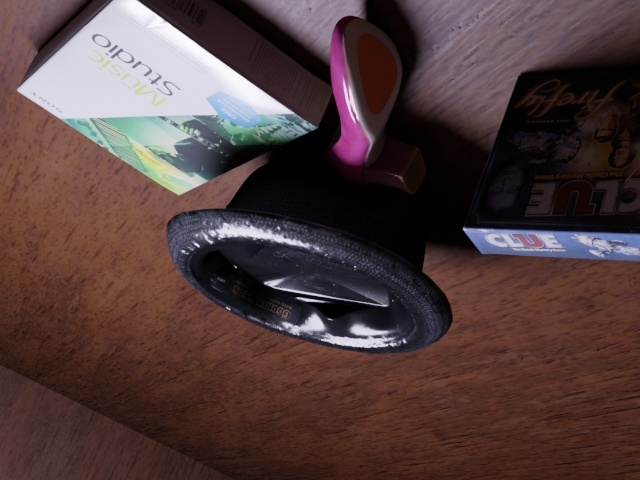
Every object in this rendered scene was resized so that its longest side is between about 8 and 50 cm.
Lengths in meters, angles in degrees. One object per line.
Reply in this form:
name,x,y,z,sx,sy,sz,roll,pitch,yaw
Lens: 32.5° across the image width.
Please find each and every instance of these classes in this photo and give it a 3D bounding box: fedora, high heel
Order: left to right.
fedora,0.000,0.000,1.237,0.334,0.152,0.334,16,155,8
high heel,0.023,-0.134,1.052,0.117,0.082,0.244,21,162,29

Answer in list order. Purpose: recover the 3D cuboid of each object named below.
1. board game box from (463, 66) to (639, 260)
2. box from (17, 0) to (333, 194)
board game box,0.249,-0.063,0.870,0.243,0.165,0.042,2,149,38
box,-0.166,-0.160,1.168,0.232,0.058,0.322,34,155,-22
